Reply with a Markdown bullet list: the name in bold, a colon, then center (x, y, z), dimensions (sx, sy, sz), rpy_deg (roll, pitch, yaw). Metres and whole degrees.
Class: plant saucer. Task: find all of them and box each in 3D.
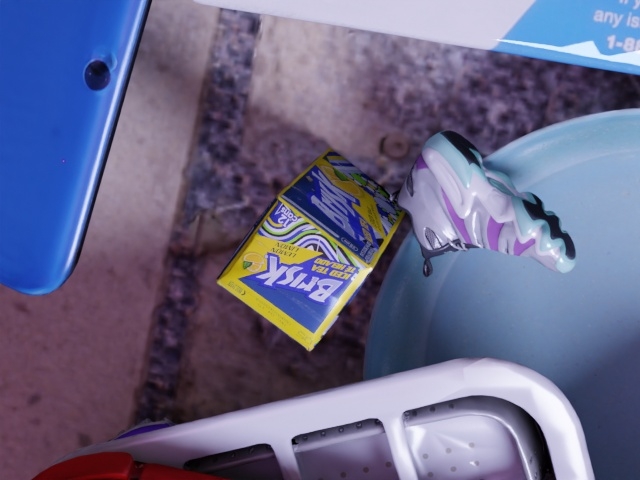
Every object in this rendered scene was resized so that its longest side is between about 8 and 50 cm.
- **plant saucer**: center (0.180, 0.083, 0.846), dimensions (0.317, 0.044, 0.317), rpy_deg (4, 105, 16)

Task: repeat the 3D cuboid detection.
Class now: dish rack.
- **dish rack**: center (0.020, 0.221, 0.843), dimensions (0.285, 0.072, 0.333), rpy_deg (-14, 107, 6)

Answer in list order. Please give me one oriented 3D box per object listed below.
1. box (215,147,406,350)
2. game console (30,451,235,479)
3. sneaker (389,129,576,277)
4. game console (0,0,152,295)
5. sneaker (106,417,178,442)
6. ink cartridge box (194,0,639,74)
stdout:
- **box**: center (0.000, 0.000, 0.814), dimensions (0.059, 0.169, 0.054), rpy_deg (37, 104, 1)
- **game console**: center (-0.026, 0.304, 0.806), dimensions (0.342, 0.060, 0.386), rpy_deg (13, 110, -3)
- **sneaker**: center (0.079, -0.002, 0.816), dimensions (0.098, 0.038, 0.069), rpy_deg (44, 114, 13)
- **game console**: center (-0.151, -0.154, 0.779), dimensions (0.173, 0.250, 0.293), rpy_deg (18, 102, -3)
- **sneaker**: center (-0.161, 0.232, 0.891), dimensions (0.102, 0.146, 0.293), rpy_deg (41, 104, 0)
- **ink cartridge box**: center (0.106, -0.286, 0.726), dimensions (0.285, 0.166, 0.395), rpy_deg (9, 101, -5)
